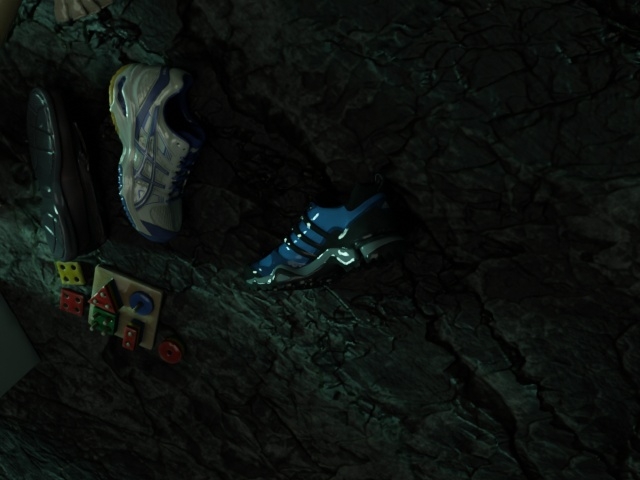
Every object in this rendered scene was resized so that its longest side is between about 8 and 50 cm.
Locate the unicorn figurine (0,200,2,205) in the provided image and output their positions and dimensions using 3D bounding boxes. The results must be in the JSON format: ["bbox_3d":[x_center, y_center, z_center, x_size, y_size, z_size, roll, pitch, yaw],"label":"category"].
[{"bbox_3d":[-0.629,-0.084,1.740,0.111,0.060,0.161,7,102,18],"label":"unicorn figurine"}]

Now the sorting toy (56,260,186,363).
[{"bbox_3d":[-0.365,0.124,1.745,0.275,0.046,0.132,22,121,10],"label":"sorting toy"}]

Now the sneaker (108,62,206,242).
[{"bbox_3d":[-0.242,-0.129,1.529,0.131,0.112,0.296,3,117,19],"label":"sneaker"}]

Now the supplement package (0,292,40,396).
[{"bbox_3d":[-0.723,0.223,1.844,0.263,0.198,0.199,-17,108,27],"label":"supplement package"}]

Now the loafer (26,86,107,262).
[{"bbox_3d":[-0.421,-0.115,1.633,0.109,0.095,0.302,23,122,45],"label":"loafer"}]

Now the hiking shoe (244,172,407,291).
[{"bbox_3d":[0.000,0.000,1.525,0.304,0.113,0.132,-18,78,34],"label":"hiking shoe"}]

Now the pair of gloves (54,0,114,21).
[{"bbox_3d":[-0.314,-0.438,1.421,0.240,0.042,0.204,-10,111,15],"label":"pair of gloves"}]

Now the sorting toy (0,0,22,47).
[{"bbox_3d":[-0.571,-0.381,1.461,0.229,0.041,0.307,25,100,-17],"label":"sorting toy"}]
